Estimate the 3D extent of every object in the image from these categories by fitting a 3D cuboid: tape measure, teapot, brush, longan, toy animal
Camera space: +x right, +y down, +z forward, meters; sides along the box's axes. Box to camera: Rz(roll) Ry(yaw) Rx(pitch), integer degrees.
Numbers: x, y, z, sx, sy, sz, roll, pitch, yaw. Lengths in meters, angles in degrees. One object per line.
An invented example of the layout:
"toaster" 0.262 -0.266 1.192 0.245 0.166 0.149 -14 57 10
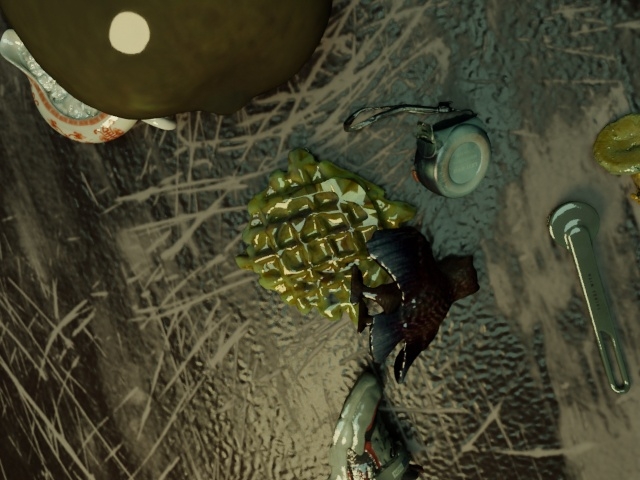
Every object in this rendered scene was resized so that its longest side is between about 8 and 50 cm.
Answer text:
"tape measure" 0.126 -0.123 0.787 0.179 0.104 0.107 21 130 40
"teapot" -0.299 -0.208 0.813 0.245 0.116 0.159 22 89 9
"brush" 0.354 0.076 0.782 0.062 0.027 0.266 -17 99 12
"longan" -0.157 -0.293 0.652 0.360 0.361 0.362 1 98 10
"toy animal" 0.129 0.080 0.757 0.179 0.116 0.219 -16 114 -8

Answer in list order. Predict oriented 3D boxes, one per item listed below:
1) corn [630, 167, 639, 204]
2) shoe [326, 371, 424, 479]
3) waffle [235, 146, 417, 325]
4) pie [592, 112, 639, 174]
"corn" 0.478 -0.081 0.712 0.207 0.068 0.068 -8 97 15
"shoe" 0.077 0.296 0.818 0.125 0.099 0.228 11 105 16
"waffle" -0.001 0.001 0.816 0.223 0.054 0.204 28 102 3
"pie" 0.375 -0.118 0.731 0.084 0.020 0.085 -21 56 34
